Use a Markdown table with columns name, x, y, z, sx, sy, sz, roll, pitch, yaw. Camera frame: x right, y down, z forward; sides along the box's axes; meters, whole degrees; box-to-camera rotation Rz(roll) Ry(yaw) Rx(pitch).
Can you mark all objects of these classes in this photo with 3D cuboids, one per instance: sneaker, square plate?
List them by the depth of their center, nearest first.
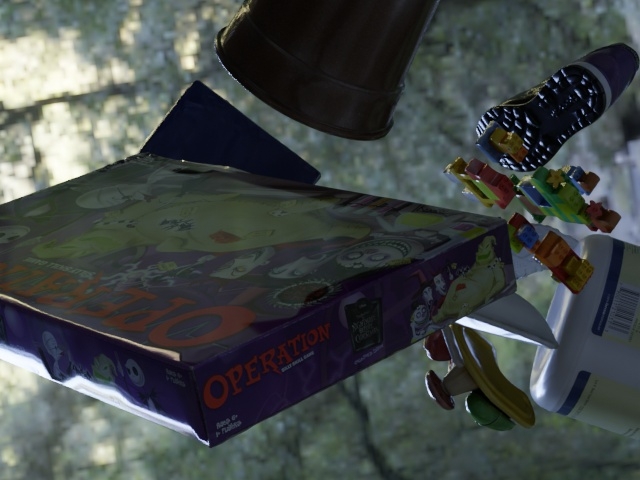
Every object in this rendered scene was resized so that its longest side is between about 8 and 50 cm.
| name | x | y | z | sx | sy | sz | roll | pitch | yaw |
| --- | --- | --- | --- | --- | --- | --- | --- | --- | --- |
| square plate | 0.000 | 0.000 | 1.335 | 0.049 | 0.347 | 0.344 | -68 | 20 | -2 |
| sneaker | 0.335 | -0.184 | 2.045 | 0.107 | 0.124 | 0.283 | 56 | 147 | -3 |
| sneaker | 0.261 | 0.033 | 2.097 | 0.090 | 0.232 | 0.115 | 71 | -154 | -74 |

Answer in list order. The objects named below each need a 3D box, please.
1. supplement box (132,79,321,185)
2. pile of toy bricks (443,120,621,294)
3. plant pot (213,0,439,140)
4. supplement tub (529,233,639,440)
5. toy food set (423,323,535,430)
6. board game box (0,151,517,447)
| name | x | y | z | sx | sy | sz | roll | pitch | yaw |
| --- | --- | --- | --- | --- | --- | --- | --- | --- | --- |
| supplement box | -0.178 | -0.024 | 1.877 | 0.194 | 0.195 | 0.356 | -56 | 9 | -22 |
| pile of toy bricks | 0.239 | -0.038 | 1.505 | 0.212 | 0.118 | 0.105 | 42 | 166 | -25 |
| plant pot | 0.022 | -0.195 | 1.201 | 0.165 | 0.167 | 0.167 | -61 | 26 | 27 |
| supplement tub | 0.448 | 0.145 | 1.855 | 0.235 | 0.325 | 0.235 | 19 | -90 | -87 |
| toy food set | 0.166 | 0.159 | 1.716 | 0.218 | 0.071 | 0.128 | 41 | -159 | -43 |
| board game box | -0.086 | 0.016 | 0.836 | 0.347 | 0.208 | 0.056 | 12 | 123 | 48 |
